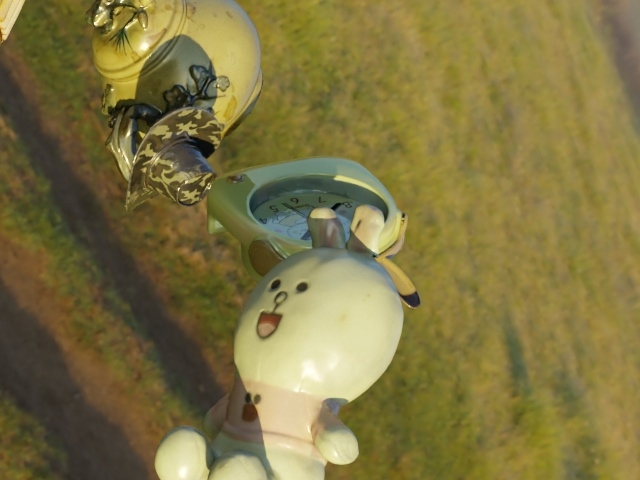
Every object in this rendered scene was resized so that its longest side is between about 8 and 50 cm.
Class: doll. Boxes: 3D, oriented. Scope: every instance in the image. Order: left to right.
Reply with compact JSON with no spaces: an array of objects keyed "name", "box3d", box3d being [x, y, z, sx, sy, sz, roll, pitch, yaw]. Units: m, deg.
[{"name":"doll","box3d":[-0.017,0.100,0.916,0.113,0.155,0.275,52,52,-34]}]

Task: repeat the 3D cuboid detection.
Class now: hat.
[{"name":"hat","box3d":[-0.117,-0.058,1.025,0.050,0.121,0.121,42,10,14]}]

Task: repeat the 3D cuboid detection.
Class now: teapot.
[{"name":"teapot","box3d":[-0.160,-0.177,1.198,0.182,0.173,0.269,41,53,-43]}]

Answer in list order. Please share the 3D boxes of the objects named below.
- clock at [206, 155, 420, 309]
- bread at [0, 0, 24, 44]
[{"name":"clock","box3d":[0.000,0.000,1.160,0.232,0.170,0.069,-131,-143,-49]},{"name":"bread","box3d":[-0.358,-0.256,0.965,0.156,0.288,0.204,-63,161,-13]}]
